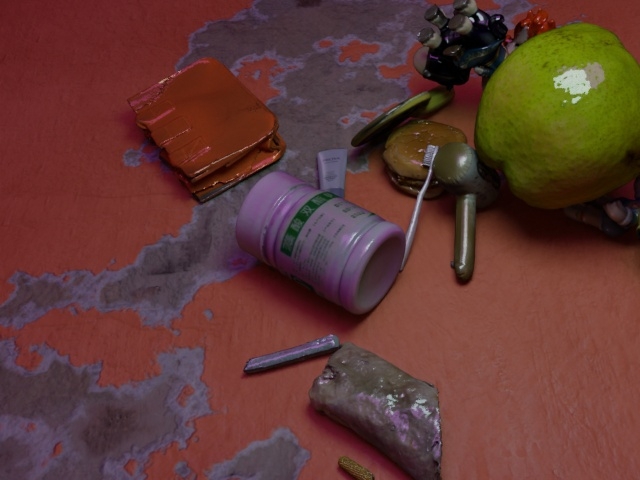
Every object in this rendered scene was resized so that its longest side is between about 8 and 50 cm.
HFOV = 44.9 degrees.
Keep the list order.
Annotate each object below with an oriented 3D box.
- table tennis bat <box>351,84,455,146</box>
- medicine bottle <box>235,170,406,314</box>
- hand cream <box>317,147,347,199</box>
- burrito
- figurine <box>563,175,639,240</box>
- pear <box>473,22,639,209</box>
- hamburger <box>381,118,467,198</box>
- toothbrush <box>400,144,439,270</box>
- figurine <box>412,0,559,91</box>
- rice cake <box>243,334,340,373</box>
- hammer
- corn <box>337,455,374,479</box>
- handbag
[{"bbox_3d":[0.220,-0.323,1.960,0.368,0.224,0.054,-31,88,-38],"label":"table tennis bat"},{"bbox_3d":[0.000,0.000,1.681,0.325,0.212,0.212,29,60,28],"label":"medicine bottle"},{"bbox_3d":[0.030,-0.138,1.899,0.079,0.048,0.255,-6,49,7],"label":"hand cream"},{"bbox_3d":[0.134,0.318,1.464,0.347,0.107,0.175,31,74,33],"label":"burrito"},{"bbox_3d":[0.716,-0.042,1.637,0.224,0.205,0.382,-26,30,-16],"label":"figurine"},{"bbox_3d":[0.508,-0.250,1.628,0.391,0.391,0.391,-5,49,6],"label":"pear"},{"bbox_3d":[0.255,-0.202,1.884,0.213,0.108,0.214,-4,45,4],"label":"hamburger"},{"bbox_3d":[0.217,-0.077,1.758,0.029,0.025,0.307,15,78,13],"label":"toothbrush"},{"bbox_3d":[0.417,-0.433,1.877,0.411,0.306,0.241,14,54,-10],"label":"figurine"},{"bbox_3d":[-0.060,0.237,1.606,0.207,0.033,0.033,-15,59,-2],"label":"rice cake"},{"bbox_3d":[0.325,-0.054,1.726,0.113,0.202,0.305,-9,67,37],"label":"hammer"},{"bbox_3d":[0.068,0.426,1.428,0.083,0.028,0.027,27,65,33],"label":"corn"},{"bbox_3d":[-0.304,-0.303,2.059,0.303,0.116,0.410,-32,51,-13],"label":"handbag"}]
